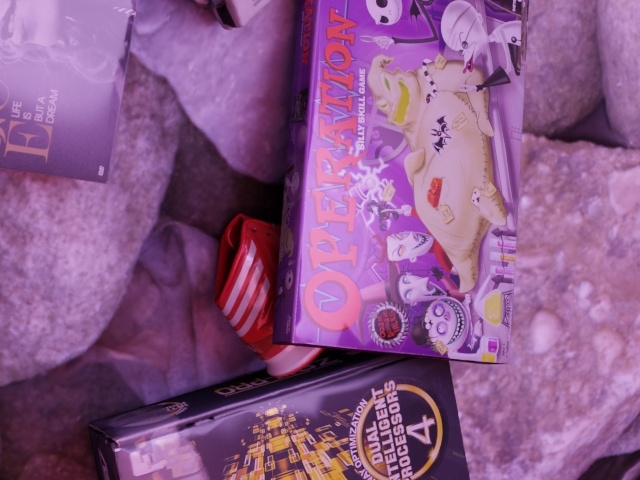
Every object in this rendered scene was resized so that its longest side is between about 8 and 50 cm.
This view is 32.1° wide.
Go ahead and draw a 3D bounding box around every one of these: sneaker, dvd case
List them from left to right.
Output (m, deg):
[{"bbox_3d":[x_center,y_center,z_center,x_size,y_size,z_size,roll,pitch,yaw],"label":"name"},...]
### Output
[{"bbox_3d":[-0.246,-0.136,0.807,0.221,0.018,0.164,7,96,-32],"label":"dvd case"},{"bbox_3d":[0.000,0.000,0.958,0.128,0.087,0.221,49,67,-14],"label":"sneaker"}]

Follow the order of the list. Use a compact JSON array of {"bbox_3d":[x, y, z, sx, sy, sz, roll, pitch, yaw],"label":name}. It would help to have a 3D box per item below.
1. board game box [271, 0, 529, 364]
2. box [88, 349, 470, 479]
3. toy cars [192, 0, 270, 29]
[{"bbox_3d":[0.073,-0.077,0.927,0.208,0.056,0.346,7,82,-22],"label":"board game box"},{"bbox_3d":[-0.007,0.308,0.981,0.318,0.097,0.394,-12,97,-23],"label":"box"},{"bbox_3d":[-0.052,-0.350,0.810,0.176,0.087,0.393,-5,108,-43],"label":"toy cars"}]
